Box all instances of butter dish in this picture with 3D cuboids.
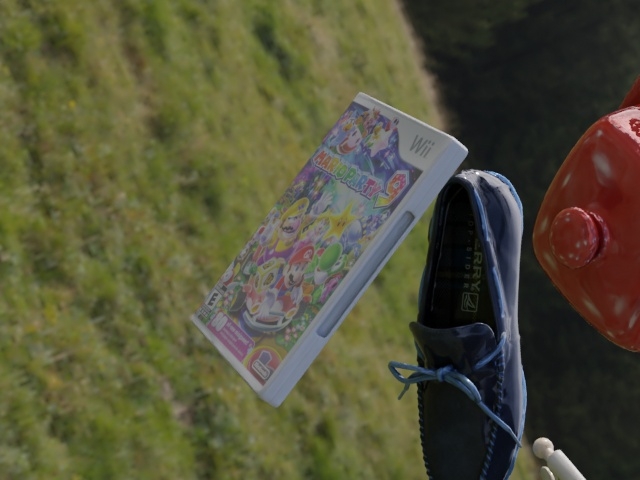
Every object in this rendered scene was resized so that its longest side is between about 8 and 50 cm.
[{"bbox_3d":[0.186,-0.005,0.847,0.118,0.160,0.160,-6,43,-37],"label":"butter dish"}]

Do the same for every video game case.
[{"bbox_3d":[0.000,0.000,0.568,0.011,0.122,0.087,37,0,-29],"label":"video game case"}]

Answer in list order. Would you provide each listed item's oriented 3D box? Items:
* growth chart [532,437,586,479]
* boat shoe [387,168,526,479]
[{"bbox_3d":[0.213,0.282,1.093,0.172,0.021,0.237,-138,-145,-61],"label":"growth chart"},{"bbox_3d":[0.100,0.073,1.101,0.089,0.109,0.258,12,74,-60],"label":"boat shoe"}]
